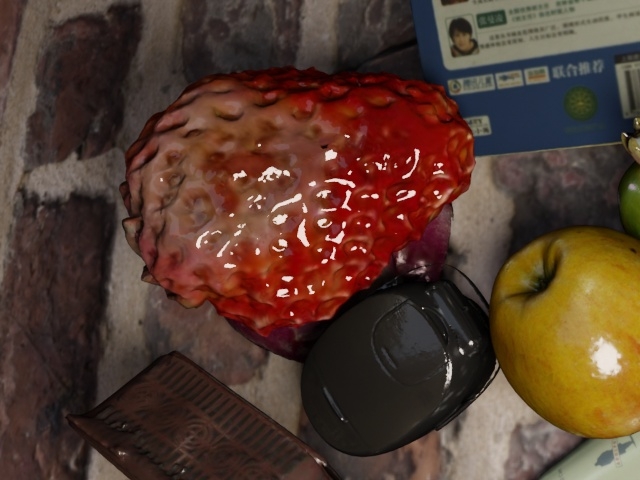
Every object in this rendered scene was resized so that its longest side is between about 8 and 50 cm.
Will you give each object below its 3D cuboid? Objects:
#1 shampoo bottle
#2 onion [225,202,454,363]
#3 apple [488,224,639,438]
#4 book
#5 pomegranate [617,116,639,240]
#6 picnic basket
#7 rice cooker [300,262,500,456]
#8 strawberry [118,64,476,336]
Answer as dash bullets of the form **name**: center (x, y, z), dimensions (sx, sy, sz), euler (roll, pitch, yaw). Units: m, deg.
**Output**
- **shampoo bottle**: center (0.260, 0.187, 1.119), dimensions (0.212, 0.049, 0.072), euler (-39, 55, 17)
- **onion**: center (0.000, 0.000, 1.329), dimensions (0.247, 0.111, 0.250), euler (22, 84, 39)
- **apple**: center (0.225, 0.072, 1.102), dimensions (0.182, 0.155, 0.182), euler (-37, 19, 15)
- **book**: center (0.206, -0.295, 1.205), dimensions (0.300, 0.039, 0.427), euler (-4, 102, 32)
- **pomegranate**: center (0.301, -0.047, 1.121), dimensions (0.115, 0.142, 0.114), euler (-26, 36, 21)
- **picnic basket**: center (-0.092, 0.222, 1.260), dimensions (0.297, 0.222, 0.129), euler (29, 74, 37)
- **rice cooker**: center (0.078, 0.114, 1.216), dimensions (0.203, 0.118, 0.142), euler (-36, 72, 21)
- **strawberry**: center (-0.027, -0.069, 1.224), dimensions (0.336, 0.149, 0.265), euler (-20, 63, 5)
